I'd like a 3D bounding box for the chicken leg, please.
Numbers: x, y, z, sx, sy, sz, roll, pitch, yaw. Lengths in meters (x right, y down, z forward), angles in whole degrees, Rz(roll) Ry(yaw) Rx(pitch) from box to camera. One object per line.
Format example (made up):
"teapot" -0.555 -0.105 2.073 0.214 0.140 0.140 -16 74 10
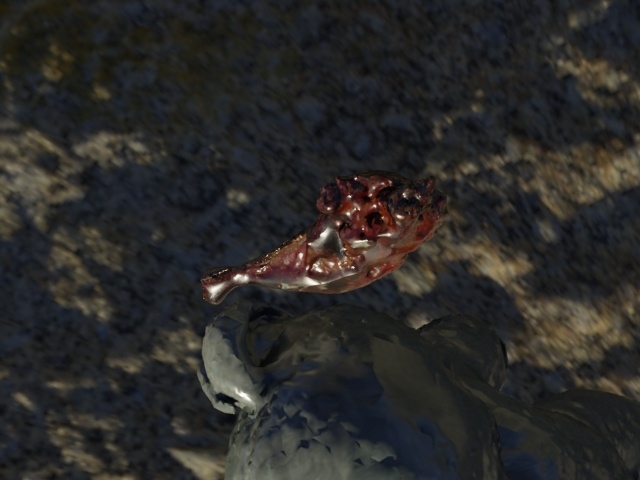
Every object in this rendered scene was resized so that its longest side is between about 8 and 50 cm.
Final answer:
"chicken leg" 0.006 0.001 1.074 0.219 0.089 0.048 -30 46 49

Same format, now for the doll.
"doll" 0.077 0.148 0.825 0.158 0.340 0.246 -36 60 28
